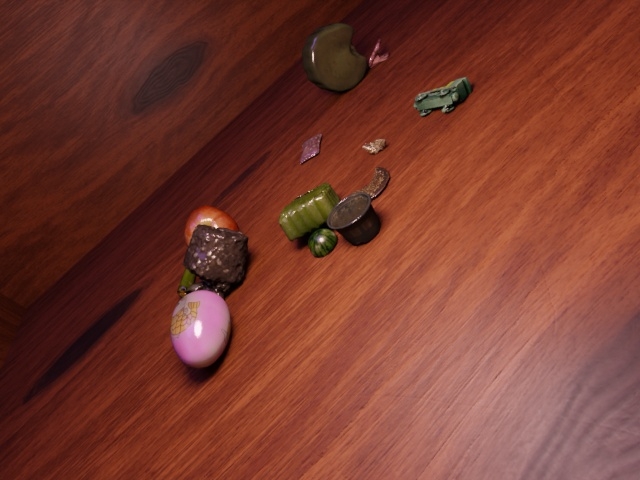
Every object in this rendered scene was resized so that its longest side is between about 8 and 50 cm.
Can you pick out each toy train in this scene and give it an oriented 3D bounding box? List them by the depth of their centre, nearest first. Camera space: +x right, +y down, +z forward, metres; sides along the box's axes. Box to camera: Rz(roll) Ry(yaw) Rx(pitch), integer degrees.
[{"bbox_3d":[0.444,-0.530,1.591,0.132,0.083,0.200,-41,29,-22],"label":"toy train"}]

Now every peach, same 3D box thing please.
[{"bbox_3d":[-0.462,-0.029,1.842,0.232,0.232,0.257,-40,-2,3],"label":"peach"}]

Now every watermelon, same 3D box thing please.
[{"bbox_3d":[0.000,0.000,1.424,0.105,0.062,0.105,-27,39,24],"label":"watermelon"}]

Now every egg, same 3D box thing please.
[{"bbox_3d":[-0.378,0.280,1.371,0.196,0.196,0.271,-40,42,3],"label":"egg"}]

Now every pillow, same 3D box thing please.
[{"bbox_3d":[-0.049,-0.447,2.066,0.118,0.043,0.185,-24,35,23],"label":"pillow"}]

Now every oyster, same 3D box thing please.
[{"bbox_3d":[0.209,-0.362,1.648,0.083,0.081,0.038,128,151,-69],"label":"oyster"}]

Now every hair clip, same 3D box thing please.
[{"bbox_3d":[0.294,-1.020,2.352,0.138,0.102,0.123,-18,35,35],"label":"hair clip"}]

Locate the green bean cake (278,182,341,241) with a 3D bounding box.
[{"bbox_3d":[-0.037,-0.103,1.502,0.214,0.113,0.200,-29,14,14],"label":"green bean cake"}]

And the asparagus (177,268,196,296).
[{"bbox_3d":[-0.574,0.143,1.894,0.067,0.060,0.277,-48,25,28],"label":"asparagus"}]

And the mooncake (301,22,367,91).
[{"bbox_3d":[0.071,-0.967,2.300,0.351,0.351,0.187,-44,32,-5],"label":"mooncake"}]

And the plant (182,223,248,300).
[{"bbox_3d":[-0.398,0.107,1.612,0.215,0.213,0.312,18,100,56],"label":"plant"}]

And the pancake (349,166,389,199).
[{"bbox_3d":[0.161,-0.184,1.521,0.190,0.020,0.184,-25,35,24],"label":"pancake"}]

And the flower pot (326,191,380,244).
[{"bbox_3d":[0.113,-0.059,1.331,0.157,0.107,0.157,-29,30,18],"label":"flower pot"}]
